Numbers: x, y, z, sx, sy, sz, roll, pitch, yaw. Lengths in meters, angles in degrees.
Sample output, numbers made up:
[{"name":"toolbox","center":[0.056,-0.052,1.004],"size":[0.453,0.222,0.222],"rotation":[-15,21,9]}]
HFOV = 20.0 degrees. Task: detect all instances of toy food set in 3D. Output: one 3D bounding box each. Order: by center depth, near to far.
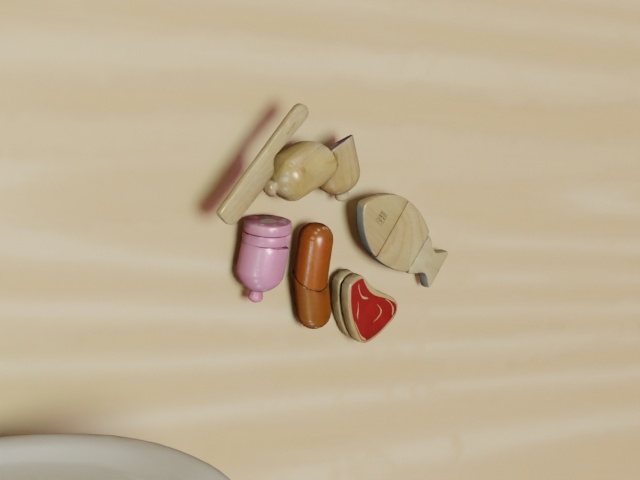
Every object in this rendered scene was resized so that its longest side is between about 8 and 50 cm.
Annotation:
[{"name":"toy food set","center":[0.000,0.000,0.738],"size":[0.078,0.019,0.122],"rotation":[-54,135,-15]}]

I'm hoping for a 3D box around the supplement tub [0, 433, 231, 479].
[{"name":"supplement tub","center":[-0.097,0.240,0.604],"size":[0.193,0.193,0.316],"rotation":[-15,109,-35]}]
